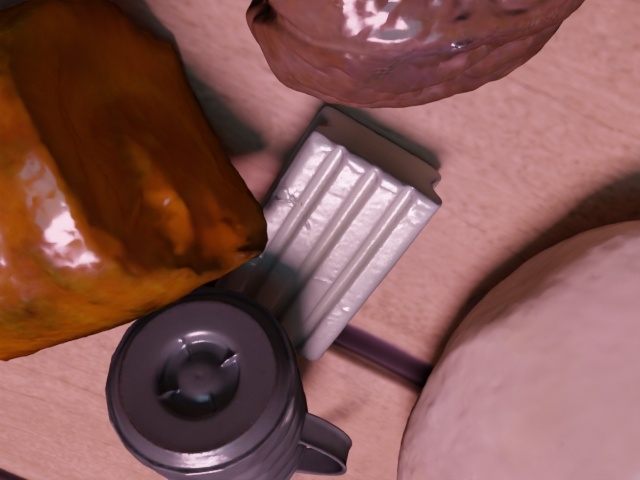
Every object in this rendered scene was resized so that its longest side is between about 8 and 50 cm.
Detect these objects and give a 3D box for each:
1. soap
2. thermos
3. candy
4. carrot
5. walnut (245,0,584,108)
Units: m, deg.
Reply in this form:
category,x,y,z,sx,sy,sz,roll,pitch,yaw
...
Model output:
category,x,y,z,sx,sy,sz,roll,pitch,yaw
soap,0.000,0.000,0.607,0.119,0.066,0.198,30,120,-9
thermos,-0.065,0.163,0.634,0.182,0.144,0.286,9,153,10
candy,0.260,0.187,0.580,0.387,0.186,0.426,17,110,16
carrot,-0.236,-0.028,0.523,0.341,0.241,0.241,-18,117,14
walnut,0.066,-0.173,0.442,0.231,0.178,0.178,-6,121,-3
